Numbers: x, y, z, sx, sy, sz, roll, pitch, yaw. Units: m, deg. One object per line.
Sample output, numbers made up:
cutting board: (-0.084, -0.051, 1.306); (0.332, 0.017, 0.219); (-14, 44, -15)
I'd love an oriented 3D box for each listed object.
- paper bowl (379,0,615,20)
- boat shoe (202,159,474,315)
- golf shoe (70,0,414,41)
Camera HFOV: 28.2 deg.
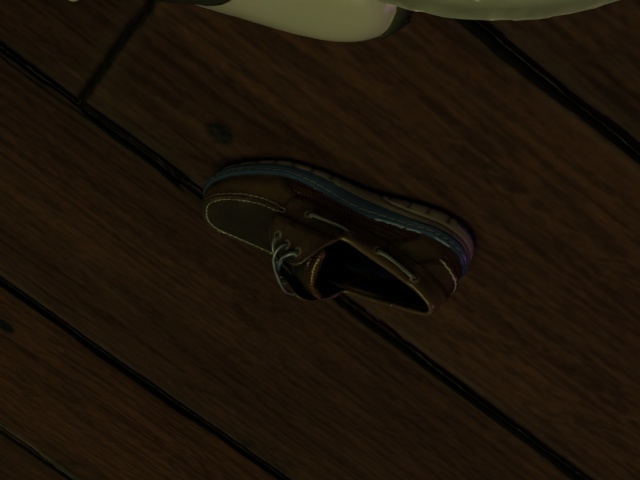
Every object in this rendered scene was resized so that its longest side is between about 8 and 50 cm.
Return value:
paper bowl: (0.044, -0.206, 0.466); (0.284, 0.148, 0.284); (19, 143, 15)
boat shoe: (0.000, 0.000, 0.797); (0.183, 0.066, 0.066); (12, 140, 21)
golf shoe: (-0.084, -0.151, 0.636); (0.272, 0.120, 0.105); (24, 141, 5)
